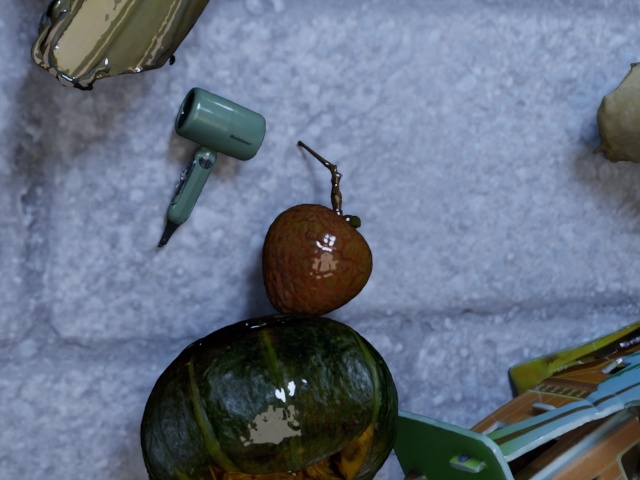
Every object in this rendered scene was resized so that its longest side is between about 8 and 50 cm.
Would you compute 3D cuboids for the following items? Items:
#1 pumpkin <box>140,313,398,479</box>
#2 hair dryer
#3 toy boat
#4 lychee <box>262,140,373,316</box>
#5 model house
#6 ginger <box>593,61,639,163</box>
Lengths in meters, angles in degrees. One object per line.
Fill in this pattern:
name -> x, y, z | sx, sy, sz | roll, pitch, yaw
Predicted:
pumpkin -> -0.047, 0.161, 0.813 | 0.237, 0.159, 0.238 | -16, 140, -14
hair dryer -> -0.110, -0.056, 0.809 | 0.071, 0.047, 0.150 | 22, 104, -23
toy boat -> -0.105, -0.322, 0.693 | 0.162, 0.136, 0.446 | 29, 91, -27
lychee -> -0.002, 0.005, 0.826 | 0.114, 0.101, 0.140 | 28, 102, -13
model house -> 0.301, 0.235, 0.847 | 0.323, 0.340, 0.300 | -28, 100, -24
ginger -> 0.394, -0.117, 0.905 | 0.267, 0.152, 0.138 | 18, 70, -17
